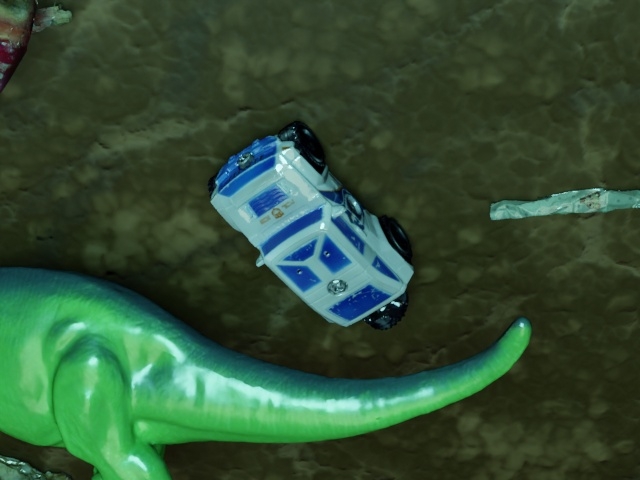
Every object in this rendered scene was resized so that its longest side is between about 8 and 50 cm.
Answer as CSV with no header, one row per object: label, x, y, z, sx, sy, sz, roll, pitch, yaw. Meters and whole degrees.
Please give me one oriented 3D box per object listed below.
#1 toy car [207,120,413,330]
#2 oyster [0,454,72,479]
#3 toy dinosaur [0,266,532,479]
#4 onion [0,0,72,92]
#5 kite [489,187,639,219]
toy car,0.000,0.000,1.011,0.080,0.070,0.170,-32,120,21
oyster,-0.276,0.216,1.193,0.177,0.056,0.105,35,128,-29
toy dinosaur,-0.152,0.030,1.006,0.500,0.144,0.374,-29,109,22
onion,-0.212,-0.140,0.888,0.150,0.150,0.140,-36,158,25
kite,0.245,-0.031,1.025,0.250,0.012,0.229,-7,126,7
